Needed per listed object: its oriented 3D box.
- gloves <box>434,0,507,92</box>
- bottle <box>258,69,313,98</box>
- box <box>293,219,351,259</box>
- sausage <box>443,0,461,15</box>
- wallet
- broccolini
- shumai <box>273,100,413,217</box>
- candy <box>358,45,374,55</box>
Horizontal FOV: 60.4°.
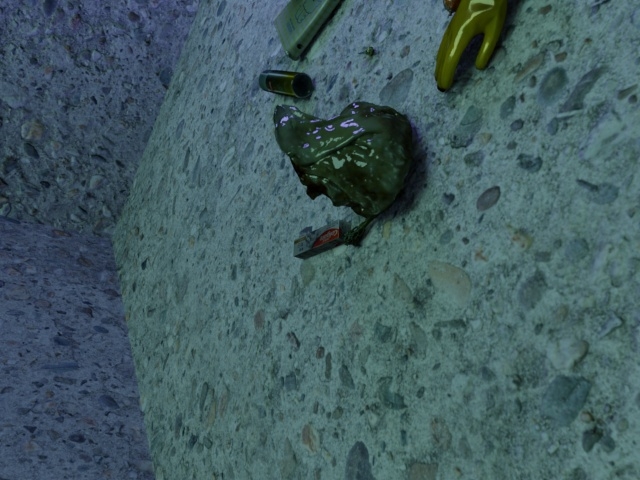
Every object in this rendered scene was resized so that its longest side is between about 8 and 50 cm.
[{"bbox_3d":[0.321,-0.456,1.171,0.133,0.116,0.294,-74,9,-57],"label":"gloves"},{"bbox_3d":[-0.123,-0.534,1.863,0.286,0.082,0.082,33,105,56],"label":"bottle"},{"bbox_3d":[0.000,0.000,1.501,0.218,0.040,0.055,-22,58,51],"label":"box"},{"bbox_3d":[0.337,-0.682,1.256,0.053,0.053,0.347,14,89,57],"label":"sausage"},{"bbox_3d":[-0.030,-0.780,1.829,0.309,0.077,0.223,-44,45,35],"label":"wallet"},{"bbox_3d":[0.124,-0.059,1.337,0.218,0.044,0.042,-49,40,32],"label":"broccolini"},{"bbox_3d":[0.035,-0.216,1.283,0.292,0.288,0.330,-58,28,14],"label":"shumai"},{"bbox_3d":[0.126,-0.533,1.548,0.023,0.025,0.083,-31,24,-11],"label":"candy"}]
